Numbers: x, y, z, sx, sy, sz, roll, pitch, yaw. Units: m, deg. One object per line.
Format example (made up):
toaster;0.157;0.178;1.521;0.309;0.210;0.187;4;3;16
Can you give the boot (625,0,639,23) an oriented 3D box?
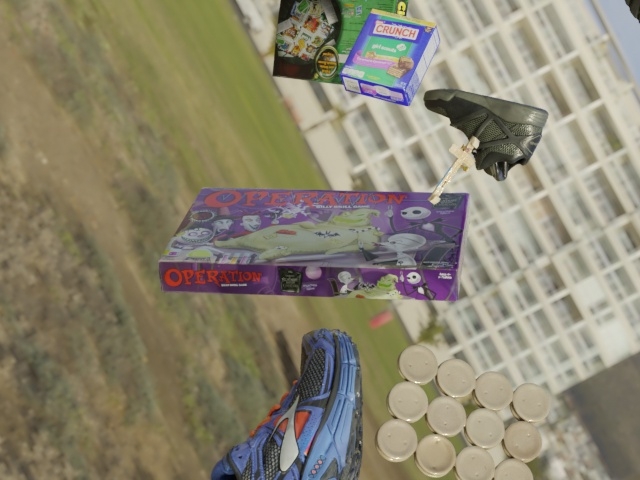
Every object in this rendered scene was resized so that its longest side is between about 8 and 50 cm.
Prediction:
boot;0.635;-0.377;1.901;0.348;0.260;0.131;30;-41;0

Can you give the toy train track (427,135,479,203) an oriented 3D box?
toy train track;0.144;-0.073;1.337;0.014;0.083;0.048;39;5;42

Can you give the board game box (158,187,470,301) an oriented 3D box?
board game box;0.000;0.000;1.507;0.208;0.347;0.056;-67;156;-65

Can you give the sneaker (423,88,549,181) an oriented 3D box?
sneaker;0.250;-0.173;2.021;0.228;0.130;0.087;21;10;35

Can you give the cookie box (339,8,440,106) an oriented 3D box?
cookie box;0.088;-0.231;1.578;0.092;0.107;0.040;17;-24;21

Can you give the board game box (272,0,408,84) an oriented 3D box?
board game box;0.024;-0.298;1.860;0.030;0.136;0.260;4;8;-42

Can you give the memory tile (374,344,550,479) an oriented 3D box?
memory tile;0.128;0.162;1.117;0.012;0.148;0.113;121;-12;-63

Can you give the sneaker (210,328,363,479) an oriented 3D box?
sneaker;-0.021;0.133;0.762;0.221;0.087;0.083;-77;170;-51
